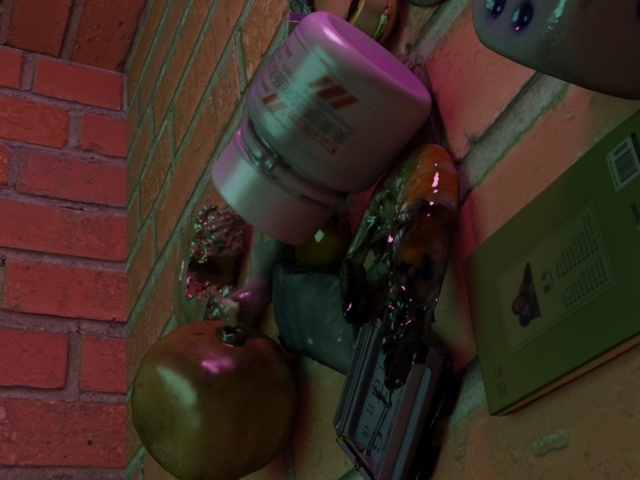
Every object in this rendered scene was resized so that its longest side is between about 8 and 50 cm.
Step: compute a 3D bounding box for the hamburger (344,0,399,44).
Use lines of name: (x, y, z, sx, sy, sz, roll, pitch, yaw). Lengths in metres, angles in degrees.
hamburger: (0.095, -0.408, 1.463, 0.126, 0.082, 0.141, 127, 157, -50)

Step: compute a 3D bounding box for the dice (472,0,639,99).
dice: (0.292, -0.270, 0.863, 0.193, 0.192, 0.194, -69, 26, 22)

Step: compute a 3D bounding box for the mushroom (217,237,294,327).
mushroom: (-0.122, 0.080, 1.643, 0.099, 0.096, 0.278, -46, 10, 40)

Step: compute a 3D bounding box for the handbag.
handbag: (-0.009, 0.136, 1.468, 0.332, 0.075, 0.191, 6, 107, 61)

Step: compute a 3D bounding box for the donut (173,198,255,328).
donut: (-0.253, 0.119, 1.939, 0.371, 0.150, 0.307, -107, 35, -44)

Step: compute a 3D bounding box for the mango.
mango: (0.000, -0.003, 1.522, 0.178, 0.090, 0.115, 154, 113, -70)

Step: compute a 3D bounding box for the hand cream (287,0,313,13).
hand cream: (-0.045, -0.481, 1.825, 0.084, 0.050, 0.256, 139, 128, -57)

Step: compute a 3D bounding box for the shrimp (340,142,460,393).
shrimp: (0.099, 0.039, 1.187, 0.272, 0.085, 0.445, -41, 29, 40)

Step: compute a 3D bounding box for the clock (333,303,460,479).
clock: (0.109, 0.241, 1.205, 0.186, 0.083, 0.253, 41, 118, 62)

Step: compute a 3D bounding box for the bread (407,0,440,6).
bread: (0.198, -0.536, 1.331, 0.301, 0.045, 0.301, -171, 90, -66)

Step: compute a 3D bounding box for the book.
book: (0.290, 0.037, 0.948, 0.352, 0.035, 0.239, 130, 143, -49)

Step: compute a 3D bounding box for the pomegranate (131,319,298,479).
pomegranate: (-0.210, 0.312, 1.599, 0.332, 0.333, 0.332, -33, 52, 58)

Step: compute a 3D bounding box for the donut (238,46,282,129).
donut: (-0.050, -0.217, 1.630, 0.383, 0.143, 0.382, -31, 55, 58)

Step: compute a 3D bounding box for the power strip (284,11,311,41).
power strip: (-0.017, -0.412, 1.557, 0.367, 0.106, 0.043, -98, 13, -71)

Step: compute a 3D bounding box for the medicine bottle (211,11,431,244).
medicine bottle: (-0.007, -0.177, 1.316, 0.325, 0.256, 0.256, -49, 36, 21)

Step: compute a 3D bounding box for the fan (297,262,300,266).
fan: (-0.035, 0.038, 1.664, 0.038, 0.016, 0.193, -103, 33, -55)
